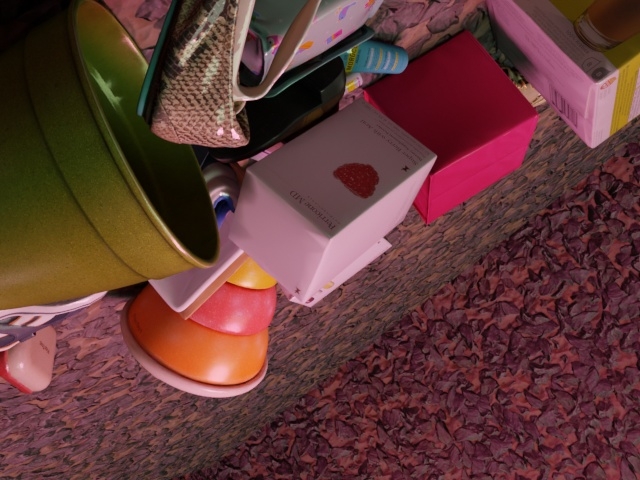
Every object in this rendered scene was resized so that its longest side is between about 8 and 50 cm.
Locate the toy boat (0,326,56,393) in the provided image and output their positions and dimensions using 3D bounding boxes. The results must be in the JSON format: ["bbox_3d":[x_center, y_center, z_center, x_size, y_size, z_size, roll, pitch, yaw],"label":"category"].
[{"bbox_3d":[-0.625,0.220,1.464,0.151,0.151,0.231,0,154,-2],"label":"toy boat"}]

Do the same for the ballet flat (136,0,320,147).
[{"bbox_3d":[-0.077,-0.323,0.797,0.182,0.164,0.483,13,117,-7],"label":"ballet flat"}]

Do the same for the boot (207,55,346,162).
[{"bbox_3d":[-0.063,-0.171,1.256,0.264,0.096,0.280,-45,164,-14],"label":"boot"}]

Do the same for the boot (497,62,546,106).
[{"bbox_3d":[0.494,-0.393,1.793,0.262,0.095,0.203,-36,159,18],"label":"boot"}]

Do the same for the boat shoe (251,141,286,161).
[{"bbox_3d":[-0.079,-0.195,1.337,0.094,0.109,0.302,-28,163,31],"label":"boat shoe"}]

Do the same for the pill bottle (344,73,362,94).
[{"bbox_3d":[0.035,-0.296,1.390,0.083,0.043,0.043,-31,159,-7],"label":"pill bottle"}]

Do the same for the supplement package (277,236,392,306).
[{"bbox_3d":[0.000,0.000,1.765,0.262,0.204,0.145,-38,160,9],"label":"supplement package"}]

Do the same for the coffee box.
[{"bbox_3d":[0.555,-0.447,1.409,0.334,0.338,0.338,-38,158,8],"label":"coffee box"}]

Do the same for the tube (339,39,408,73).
[{"bbox_3d":[0.080,-0.342,1.351,0.207,0.052,0.080,-9,115,-45],"label":"tube"}]

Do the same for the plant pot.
[{"bbox_3d":[-0.367,-0.066,0.938,0.353,0.366,0.366,-24,160,5],"label":"plant pot"}]

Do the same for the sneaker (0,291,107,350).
[{"bbox_3d":[-0.544,0.114,1.328,0.321,0.126,0.127,-12,148,-22],"label":"sneaker"}]

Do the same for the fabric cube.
[{"bbox_3d":[0.271,-0.236,1.576,0.258,0.254,0.259,-32,160,-6],"label":"fabric cube"}]

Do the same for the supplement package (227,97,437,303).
[{"bbox_3d":[0.021,-0.072,1.201,0.293,0.177,0.175,-38,162,-38],"label":"supplement package"}]

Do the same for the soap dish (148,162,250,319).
[{"bbox_3d":[-0.225,-0.029,1.363,0.291,0.229,0.118,-43,174,24],"label":"soap dish"}]

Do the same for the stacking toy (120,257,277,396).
[{"bbox_3d":[-0.192,0.063,1.571,0.350,0.350,0.480,-4,129,-53],"label":"stacking toy"}]

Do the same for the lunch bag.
[{"bbox_3d":[-0.033,-0.329,1.063,0.223,0.160,0.262,-34,178,-10],"label":"lunch bag"}]

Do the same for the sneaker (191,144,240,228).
[{"bbox_3d":[-0.286,-0.046,1.187,0.322,0.236,0.130,-33,159,-7],"label":"sneaker"}]
